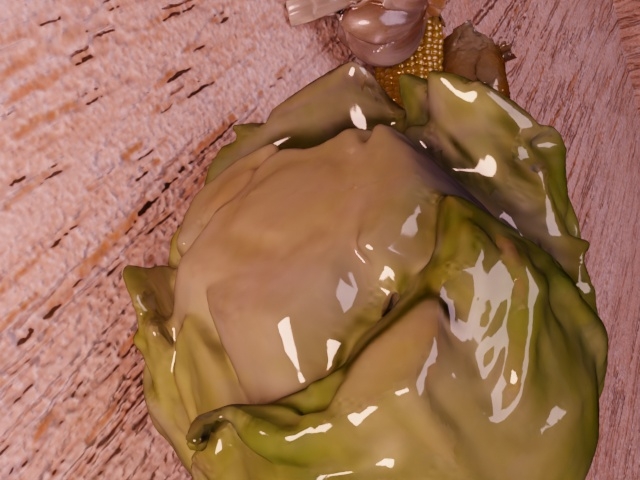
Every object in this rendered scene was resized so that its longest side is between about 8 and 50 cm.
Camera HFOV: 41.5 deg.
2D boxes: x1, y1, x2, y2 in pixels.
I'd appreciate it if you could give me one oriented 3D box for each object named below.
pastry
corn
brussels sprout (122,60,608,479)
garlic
[{"bbox_3d":[0.229,-0.165,1.191,0.257,0.121,0.235,55,28,-66],"label":"pastry"},{"bbox_3d":[0.114,-0.184,1.083,0.091,0.091,0.260,97,-6,-74],"label":"corn"},{"bbox_3d":[0.060,0.095,0.702,0.361,0.343,0.425,57,42,-39],"label":"brussels sprout"},{"bbox_3d":[0.046,-0.266,0.989,0.194,0.127,0.131,-24,79,-31],"label":"garlic"}]
